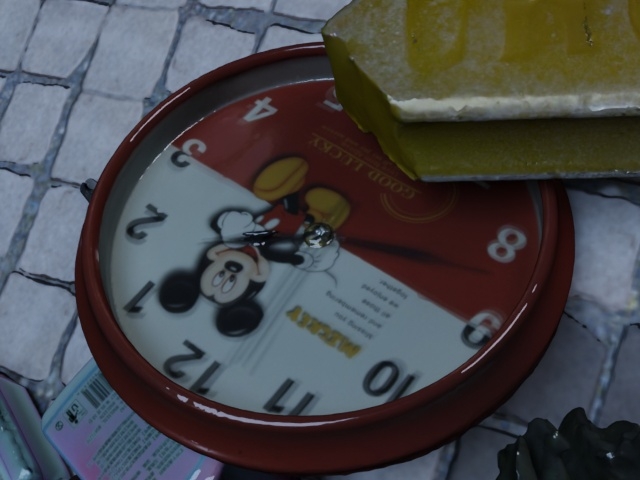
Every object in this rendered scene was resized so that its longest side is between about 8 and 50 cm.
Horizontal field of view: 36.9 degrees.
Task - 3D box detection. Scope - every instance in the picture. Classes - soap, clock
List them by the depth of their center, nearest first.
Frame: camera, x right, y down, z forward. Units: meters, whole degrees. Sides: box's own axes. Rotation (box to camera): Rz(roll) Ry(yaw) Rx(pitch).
[{"bbox_3d":[0.133,-0.116,0.575,0.257,0.080,0.160,-1,56,10],"label":"soap"},{"bbox_3d":[0.000,0.000,0.615,0.318,0.080,0.319,-3,55,5],"label":"clock"},{"bbox_3d":[-0.270,0.156,0.746,0.100,0.056,0.149,-42,62,6],"label":"soap"}]

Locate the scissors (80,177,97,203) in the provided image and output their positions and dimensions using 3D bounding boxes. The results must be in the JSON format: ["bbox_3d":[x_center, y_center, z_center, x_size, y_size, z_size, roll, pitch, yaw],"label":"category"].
[{"bbox_3d":[-0.160,-0.016,0.771,0.039,0.012,0.113,-50,60,4],"label":"scissors"}]

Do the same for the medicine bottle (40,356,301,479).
[{"bbox_3d":[-0.077,0.156,0.615,0.188,0.119,0.094,38,83,30],"label":"medicine bottle"}]

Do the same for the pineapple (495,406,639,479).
[{"bbox_3d":[0.149,0.148,0.401,0.141,0.310,0.170,-26,65,19],"label":"pineapple"}]

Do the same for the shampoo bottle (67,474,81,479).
[{"bbox_3d":[-0.115,0.234,0.626,0.068,0.067,0.236,-31,40,-26],"label":"shampoo bottle"}]
